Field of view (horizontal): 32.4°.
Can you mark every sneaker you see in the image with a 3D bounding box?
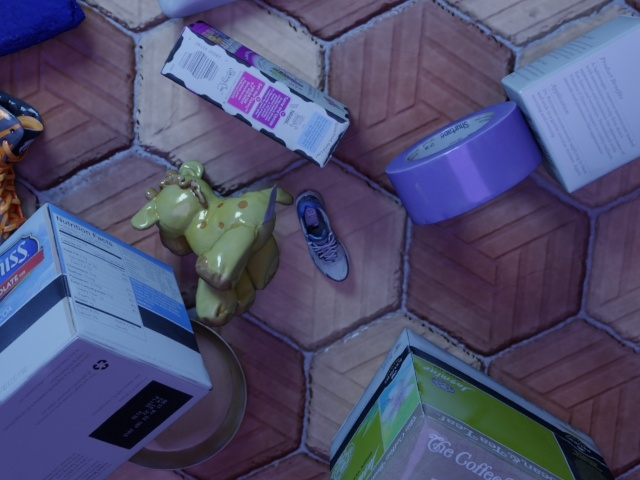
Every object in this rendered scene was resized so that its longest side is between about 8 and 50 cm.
[{"bbox_3d":[-0.425,-0.072,1.458,0.180,0.124,0.321,-31,101,8],"label":"sneaker"},{"bbox_3d":[0.000,0.000,1.508,0.052,0.058,0.135,-25,102,6],"label":"sneaker"}]

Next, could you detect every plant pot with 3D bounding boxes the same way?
[{"bbox_3d":[-0.222,0.213,1.571,0.236,0.032,0.236,0,103,1],"label":"plant pot"}]

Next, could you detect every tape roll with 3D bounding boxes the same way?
[{"bbox_3d":[0.183,-0.100,1.418,0.189,0.189,0.080,-27,101,6],"label":"tape roll"}]

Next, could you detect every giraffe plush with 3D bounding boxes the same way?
[{"bbox_3d":[-0.154,-0.015,1.465,0.170,0.181,0.210,25,114,16],"label":"giraffe plush"}]

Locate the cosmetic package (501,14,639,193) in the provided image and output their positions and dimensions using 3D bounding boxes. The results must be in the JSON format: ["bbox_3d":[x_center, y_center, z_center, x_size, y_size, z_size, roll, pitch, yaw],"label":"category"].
[{"bbox_3d":[0.355,-0.179,1.418,0.183,0.151,0.151,-27,102,7],"label":"cosmetic package"}]

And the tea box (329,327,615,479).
[{"bbox_3d":[0.202,0.327,1.448,0.329,0.323,0.220,31,101,-6],"label":"tea box"}]

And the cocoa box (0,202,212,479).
[{"bbox_3d":[-0.355,0.170,1.399,0.347,0.228,0.231,-40,137,17],"label":"cocoa box"}]

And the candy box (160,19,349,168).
[{"bbox_3d":[-0.079,-0.191,1.413,0.233,0.159,0.071,29,103,-6],"label":"candy box"}]

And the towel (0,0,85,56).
[{"bbox_3d":[-0.481,-0.332,1.405,0.308,0.076,0.228,-16,118,10],"label":"towel"}]

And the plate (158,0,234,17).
[{"bbox_3d":[-0.102,-0.444,1.381,0.277,0.045,0.278,-17,109,-6],"label":"plate"}]
